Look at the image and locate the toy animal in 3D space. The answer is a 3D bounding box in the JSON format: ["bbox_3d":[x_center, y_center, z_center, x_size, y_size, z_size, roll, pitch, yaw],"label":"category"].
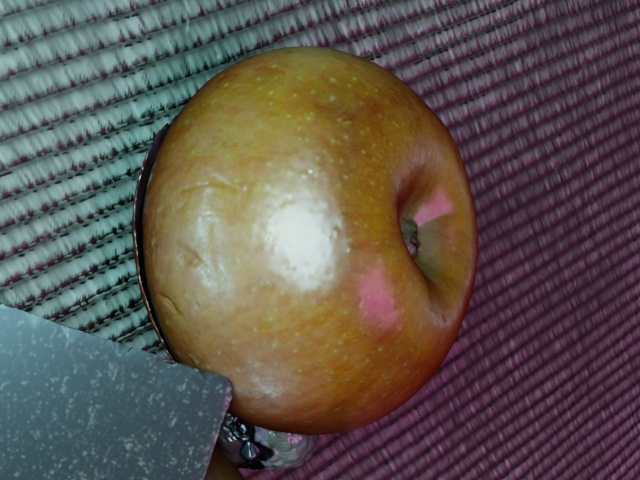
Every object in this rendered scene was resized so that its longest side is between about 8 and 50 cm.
[{"bbox_3d":[-0.052,0.129,1.182,0.098,0.137,0.098,-6,123,-10],"label":"toy animal"}]

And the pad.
[{"bbox_3d":[-0.207,0.214,0.952,0.220,0.004,0.330,20,86,-13],"label":"pad"}]

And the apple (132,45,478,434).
[{"bbox_3d":[0.000,0.000,1.055,0.251,0.206,0.272,27,63,-39],"label":"apple"}]

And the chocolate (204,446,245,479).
[{"bbox_3d":[-0.124,0.211,1.054,0.176,0.176,0.177,-22,119,-46],"label":"chocolate"}]
